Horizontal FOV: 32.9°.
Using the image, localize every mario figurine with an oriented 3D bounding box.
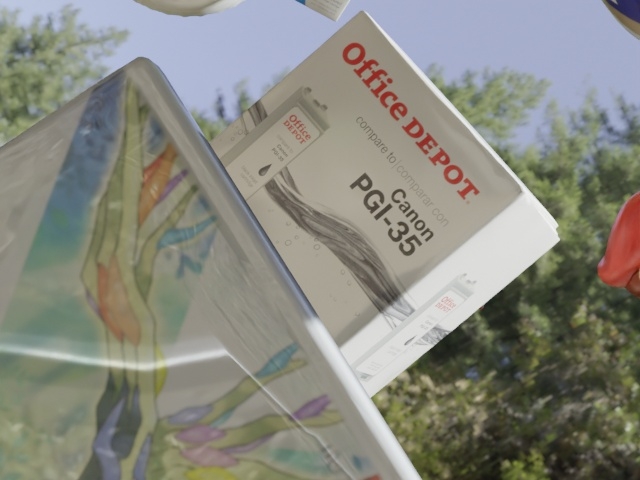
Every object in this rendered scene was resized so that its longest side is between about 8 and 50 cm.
[{"bbox_3d":[0.469,0.074,1.282,0.320,0.170,0.198,59,-20,1],"label":"mario figurine"}]

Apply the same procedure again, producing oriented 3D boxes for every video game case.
[{"bbox_3d":[-0.114,0.134,0.466,0.329,0.300,0.036,57,2,10],"label":"video game case"}]

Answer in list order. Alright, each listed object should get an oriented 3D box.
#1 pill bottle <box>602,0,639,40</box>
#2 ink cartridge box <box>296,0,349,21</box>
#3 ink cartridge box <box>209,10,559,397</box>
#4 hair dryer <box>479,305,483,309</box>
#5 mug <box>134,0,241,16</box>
[{"bbox_3d":[0.121,-0.184,0.352,0.153,0.153,0.265,33,-3,42],"label":"pill bottle"},{"bbox_3d":[0.025,-0.487,1.737,0.231,0.134,0.078,-56,-156,26],"label":"ink cartridge box"},{"bbox_3d":[0.000,0.000,0.812,0.207,0.283,0.117,53,9,28],"label":"ink cartridge box"},{"bbox_3d":[0.149,0.007,1.647,0.293,0.224,0.080,47,-47,38],"label":"hair dryer"},{"bbox_3d":[-0.111,-0.406,1.312,0.328,0.374,0.276,-95,-157,-54],"label":"mug"}]
